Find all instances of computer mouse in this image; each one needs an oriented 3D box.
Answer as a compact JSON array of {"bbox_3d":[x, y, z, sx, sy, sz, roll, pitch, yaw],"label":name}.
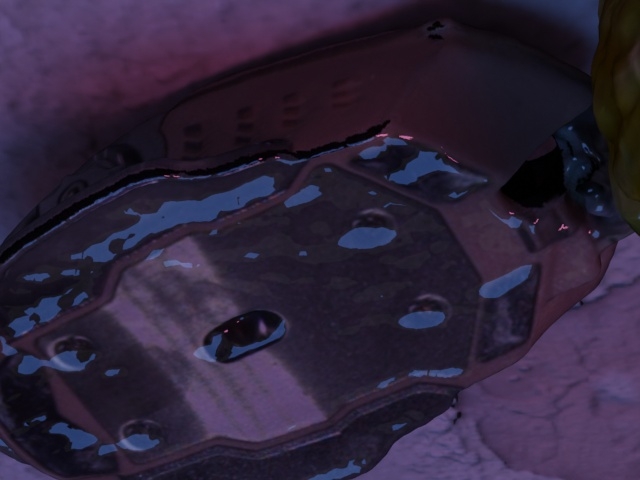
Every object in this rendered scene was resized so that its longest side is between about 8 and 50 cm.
[{"bbox_3d":[-0.002,-0.004,0.852,0.389,0.115,0.199,-23,128,15],"label":"computer mouse"}]

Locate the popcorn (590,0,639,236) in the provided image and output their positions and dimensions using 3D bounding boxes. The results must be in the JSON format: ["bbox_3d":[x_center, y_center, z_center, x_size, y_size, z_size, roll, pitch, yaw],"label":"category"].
[{"bbox_3d":[0.226,-0.067,0.651,0.276,0.276,0.226,11,108,-9],"label":"popcorn"}]
